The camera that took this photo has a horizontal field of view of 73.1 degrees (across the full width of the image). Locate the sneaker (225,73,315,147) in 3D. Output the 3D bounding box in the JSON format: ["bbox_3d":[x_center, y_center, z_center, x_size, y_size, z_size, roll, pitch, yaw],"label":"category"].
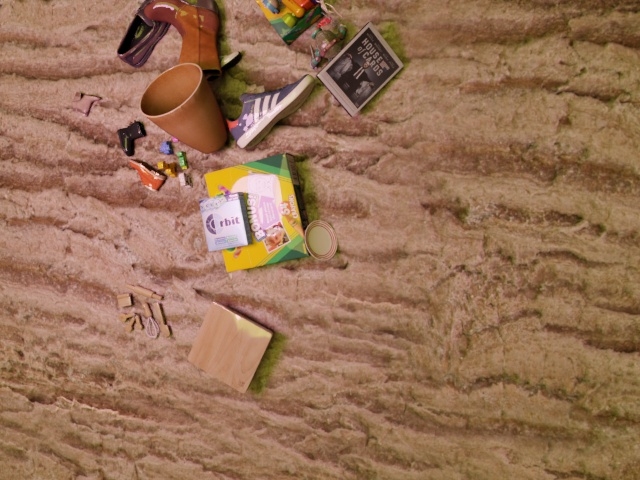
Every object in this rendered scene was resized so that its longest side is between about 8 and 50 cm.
[{"bbox_3d":[-0.184,-0.476,1.484,0.350,0.131,0.148,-37,91,14],"label":"sneaker"}]

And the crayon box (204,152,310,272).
[{"bbox_3d":[-0.214,-0.094,1.537,0.313,0.106,0.362,-12,92,14],"label":"crayon box"}]

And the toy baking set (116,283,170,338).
[{"bbox_3d":[-0.702,0.286,1.727,0.256,0.030,0.196,13,101,12],"label":"toy baking set"}]

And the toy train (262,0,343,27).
[{"bbox_3d":[-0.063,-0.735,1.370,0.248,0.105,0.143,47,113,5],"label":"toy train"}]

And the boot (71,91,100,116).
[{"bbox_3d":[-0.924,-0.533,1.703,0.119,0.042,0.086,15,104,13],"label":"boot"}]

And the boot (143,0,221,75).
[{"bbox_3d":[-0.482,-0.699,1.509,0.264,0.096,0.280,-1,81,-13],"label":"boot"}]

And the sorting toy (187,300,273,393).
[{"bbox_3d":[-0.326,0.387,1.614,0.256,0.089,0.257,27,101,10],"label":"sorting toy"}]

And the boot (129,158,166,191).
[{"bbox_3d":[-0.678,-0.252,1.659,0.158,0.059,0.084,33,106,7],"label":"boot"}]

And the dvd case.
[{"bbox_3d":[0.130,-0.551,1.401,0.239,0.029,0.179,-44,111,4],"label":"dvd case"}]

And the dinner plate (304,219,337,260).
[{"bbox_3d":[0.000,0.000,1.495,0.017,0.141,0.141,-15,92,52],"label":"dinner plate"}]

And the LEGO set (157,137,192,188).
[{"bbox_3d":[-0.554,-0.302,1.605,0.087,0.093,0.227,-9,93,14],"label":"LEGO set"}]

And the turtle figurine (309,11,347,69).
[{"bbox_3d":[0.032,-0.631,1.433,0.175,0.118,0.234,-37,94,19],"label":"turtle figurine"}]

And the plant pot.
[{"bbox_3d":[-0.436,-0.422,1.476,0.237,0.254,0.237,-11,58,17],"label":"plant pot"}]

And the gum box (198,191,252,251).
[{"bbox_3d":[-0.328,-0.064,1.495,0.157,0.041,0.184,-9,92,18],"label":"gum box"}]

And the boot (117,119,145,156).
[{"bbox_3d":[-0.720,-0.394,1.664,0.099,0.045,0.121,-18,90,11],"label":"boot"}]

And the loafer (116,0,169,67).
[{"bbox_3d":[-0.642,-0.782,1.583,0.109,0.095,0.302,36,102,8],"label":"loafer"}]

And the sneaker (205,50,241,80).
[{"bbox_3d":[-0.363,-0.645,1.549,0.161,0.057,0.075,-30,93,17],"label":"sneaker"}]

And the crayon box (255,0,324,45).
[{"bbox_3d":[-0.134,-0.835,1.466,0.165,0.081,0.278,-35,86,13],"label":"crayon box"}]
